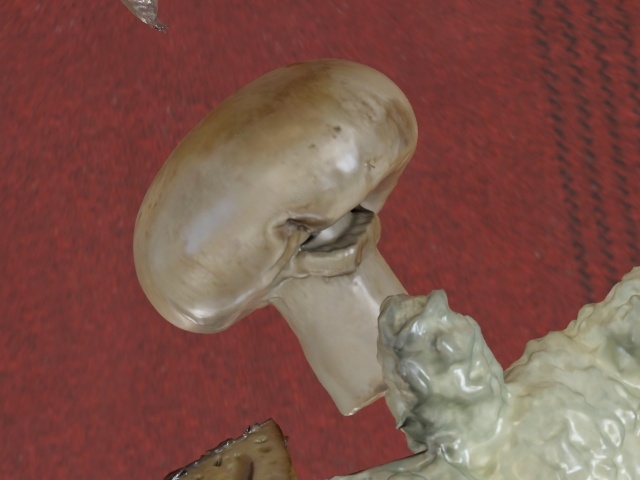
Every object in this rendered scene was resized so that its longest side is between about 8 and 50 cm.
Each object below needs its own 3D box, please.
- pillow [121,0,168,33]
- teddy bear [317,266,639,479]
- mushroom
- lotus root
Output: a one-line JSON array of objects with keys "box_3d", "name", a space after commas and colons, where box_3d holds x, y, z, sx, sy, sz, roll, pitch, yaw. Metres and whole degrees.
[{"box_3d": [-0.171, -0.245, 1.430, 0.043, 0.185, 0.118, -33, 61, -5], "name": "pillow"}, {"box_3d": [0.136, 0.163, 1.041, 0.375, 0.362, 0.327, -39, 80, 35], "name": "teddy bear"}, {"box_3d": [0.000, 0.000, 1.574, 0.292, 0.292, 0.290, -42, 83, 6], "name": "mushroom"}, {"box_3d": [-0.095, 0.283, 1.791, 0.260, 0.170, 0.074, -27, 126, -33], "name": "lotus root"}]
